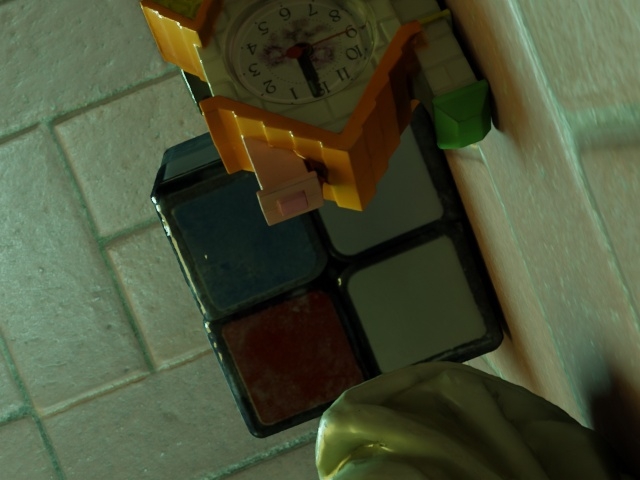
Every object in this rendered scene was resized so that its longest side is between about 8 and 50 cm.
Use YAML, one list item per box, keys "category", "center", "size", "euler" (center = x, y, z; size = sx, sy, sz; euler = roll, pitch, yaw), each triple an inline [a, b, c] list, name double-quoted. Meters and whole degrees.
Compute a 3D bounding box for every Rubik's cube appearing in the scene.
- category: "Rubik's cube"
  center: [0.000, 0.000, 1.410]
  size: [0.318, 0.316, 0.313]
  euler: [-106, -5, -76]

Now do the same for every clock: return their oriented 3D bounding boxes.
- category: "clock"
  center: [-0.010, -0.151, 0.920]
  size: [0.106, 0.220, 0.255]
  euler: [71, 177, -60]

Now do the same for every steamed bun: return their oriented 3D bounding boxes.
- category: "steamed bun"
  center: [0.137, 0.259, 0.875]
  size: [0.352, 0.247, 0.339]
  euler: [37, -134, -73]

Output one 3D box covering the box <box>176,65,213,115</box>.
- category: "box"
  center: [-0.075, -0.305, 1.117]
  size: [0.190, 0.225, 0.297]
  euler: [-110, -3, -65]
